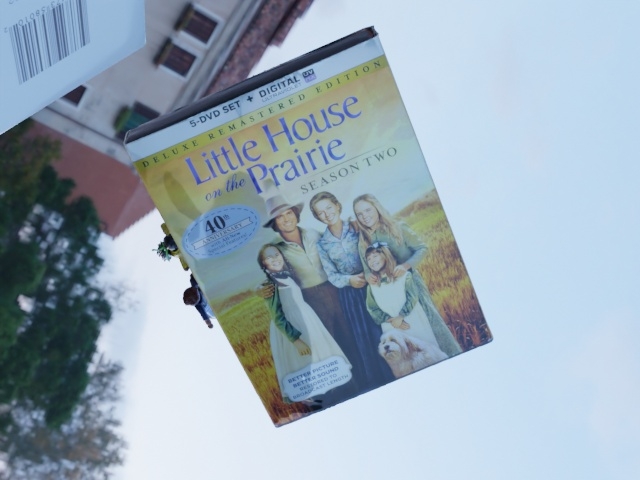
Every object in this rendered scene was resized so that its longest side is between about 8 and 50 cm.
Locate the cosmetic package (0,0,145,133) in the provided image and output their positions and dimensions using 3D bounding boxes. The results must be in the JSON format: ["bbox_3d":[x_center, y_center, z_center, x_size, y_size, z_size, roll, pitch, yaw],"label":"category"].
[{"bbox_3d":[-0.331,-0.252,0.701,0.197,0.365,0.155,-43,160,-31],"label":"cosmetic package"}]

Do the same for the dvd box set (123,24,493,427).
[{"bbox_3d":[0.000,0.000,1.074,0.307,0.420,0.062,-22,-155,4],"label":"dvd box set"}]

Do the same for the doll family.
[{"bbox_3d":[-0.183,0.033,1.290,0.076,0.193,0.111,-34,165,-4],"label":"doll family"}]
